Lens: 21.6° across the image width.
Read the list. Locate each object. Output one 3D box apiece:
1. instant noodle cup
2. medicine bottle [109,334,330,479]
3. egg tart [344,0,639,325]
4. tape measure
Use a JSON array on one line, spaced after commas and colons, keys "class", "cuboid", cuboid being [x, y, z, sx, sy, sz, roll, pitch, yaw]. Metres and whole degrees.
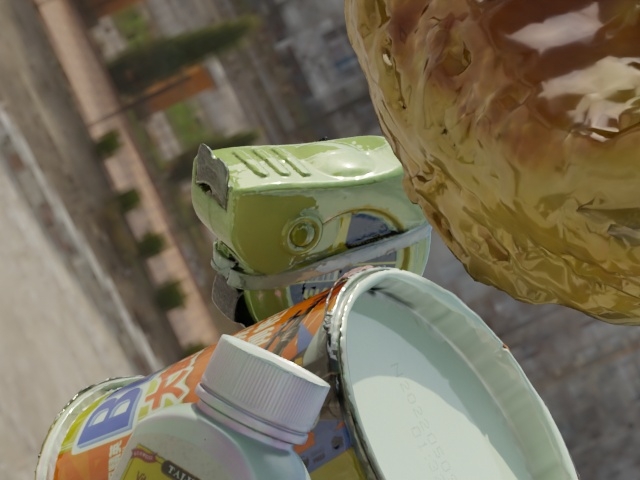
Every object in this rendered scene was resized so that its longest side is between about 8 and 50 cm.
[{"class": "instant noodle cup", "cuboid": [0.007, 0.159, 0.977, 0.296, 0.214, 0.296, 38, 33, -29]}, {"class": "medicine bottle", "cuboid": [-0.043, 0.103, 0.702, 0.074, 0.118, 0.055, 27, 1, 33]}, {"class": "egg tart", "cuboid": [0.201, -0.156, 0.655, 0.178, 0.443, 0.443, 27, 30, -43]}, {"class": "tape measure", "cuboid": [0.000, 0.000, 1.124, 0.087, 0.178, 0.154, 42, -47, 52]}]
